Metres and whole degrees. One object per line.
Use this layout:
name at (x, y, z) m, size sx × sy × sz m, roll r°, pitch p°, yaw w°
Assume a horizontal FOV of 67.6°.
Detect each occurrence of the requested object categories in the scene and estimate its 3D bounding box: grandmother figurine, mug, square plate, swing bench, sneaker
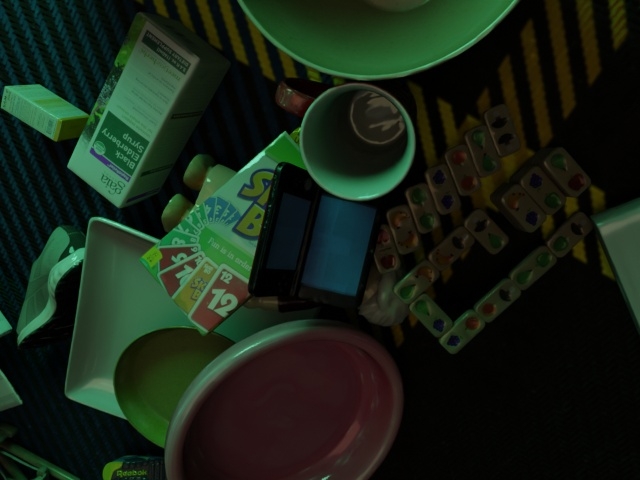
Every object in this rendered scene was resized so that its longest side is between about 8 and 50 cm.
grandmother figurine at (-0.027, 0.005, 0.640) m, size 0.342 × 0.104 × 0.208 m, roll 29°, pitch 99°, yaw 2°
mug at (0.044, -0.139, 0.521) m, size 0.113 × 0.169 × 0.150 m, roll -31°, pitch 103°, yaw 26°
square plate at (-0.209, 0.163, 0.747) m, size 0.347 × 0.049 × 0.344 m, roll 20°, pitch 113°, yaw -1°
swing bench at (-0.664, 0.504, 0.903) m, size 0.255 × 0.253 × 0.165 m, roll 41°, pitch 114°, yaw -1°
sneaker at (-0.324, 0.426, 0.893) m, size 0.144 × 0.059 × 0.053 m, roll 5°, pitch 79°, yaw -2°
sneaker at (-0.435, 0.086, 0.793) m, size 0.271 × 0.100 × 0.108 m, roll -49°, pitch 66°, yaw 27°

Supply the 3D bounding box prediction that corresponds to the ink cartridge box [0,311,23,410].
ink cartridge box at (-0.634, 0.199, 0.864) m, size 0.275 × 0.060 × 0.239 m, roll -23°, pitch 102°, yaw 35°

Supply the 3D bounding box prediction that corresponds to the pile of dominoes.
pile of dominoes at (0.187, -0.008, 0.557) m, size 0.251 × 0.040 × 0.196 m, roll -44°, pitch 99°, yaw 4°

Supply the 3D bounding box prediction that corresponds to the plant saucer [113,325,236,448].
plant saucer at (-0.188, 0.224, 0.722) m, size 0.241 × 0.037 × 0.241 m, roll 2°, pitch 113°, yaw 5°

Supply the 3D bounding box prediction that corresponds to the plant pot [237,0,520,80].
plant pot at (0.066, -0.301, 0.455) m, size 0.284 × 0.191 × 0.284 m, roll 5°, pitch 109°, yaw 14°

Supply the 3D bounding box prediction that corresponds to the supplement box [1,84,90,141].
supplement box at (-0.397, -0.186, 0.695) m, size 0.098 × 0.062 × 0.036 m, roll 32°, pitch 115°, yaw 4°

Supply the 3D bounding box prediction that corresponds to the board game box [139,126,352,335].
board game box at (-0.081, -0.015, 0.581) m, size 0.259 × 0.039 × 0.124 m, roll -41°, pitch 87°, yaw -1°

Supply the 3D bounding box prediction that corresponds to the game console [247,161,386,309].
game console at (0.000, 0.000, 0.521) m, size 0.085 × 0.124 × 0.144 m, roll 14°, pitch 92°, yaw 27°

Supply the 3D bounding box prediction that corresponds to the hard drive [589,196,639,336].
hard drive at (0.489, 0.001, 0.513) m, size 0.307 × 0.040 × 0.203 m, roll -25°, pitch 105°, yaw 21°

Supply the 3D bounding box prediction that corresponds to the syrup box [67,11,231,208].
syrup box at (-0.229, -0.165, 0.637) m, size 0.093 × 0.096 × 0.237 m, roll 39°, pitch 113°, yaw 0°

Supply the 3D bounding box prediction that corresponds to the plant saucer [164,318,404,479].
plant saucer at (-0.045, 0.248, 0.662) m, size 0.332 × 0.084 × 0.332 m, roll -8°, pitch 113°, yaw -20°
